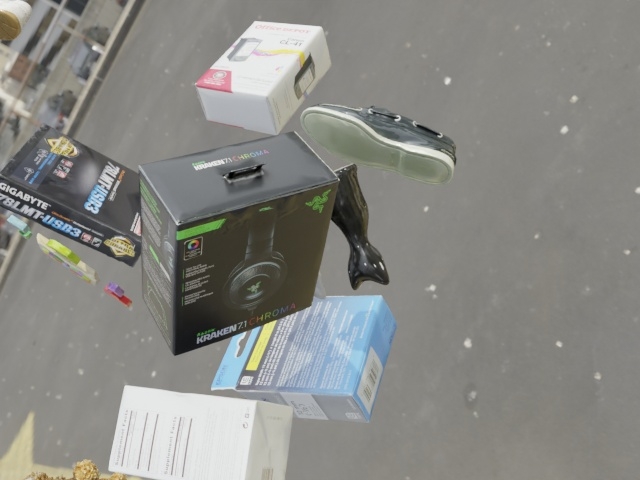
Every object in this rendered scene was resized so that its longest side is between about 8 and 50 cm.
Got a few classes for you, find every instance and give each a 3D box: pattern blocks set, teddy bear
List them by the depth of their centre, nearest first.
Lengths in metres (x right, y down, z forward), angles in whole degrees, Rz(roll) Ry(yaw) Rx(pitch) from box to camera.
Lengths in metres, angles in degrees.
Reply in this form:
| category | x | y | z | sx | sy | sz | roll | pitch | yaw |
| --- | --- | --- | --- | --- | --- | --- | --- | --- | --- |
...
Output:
| category | x | y | z | sx | sy | sz | roll | pitch | yaw |
| --- | --- | --- | --- | --- | --- | --- | --- | --- | --- |
| teddy bear | -0.567 | 0.610 | 1.547 | 0.113 | 0.338 | 0.245 | 14 | 63 | 29 |
| pattern blocks set | -0.631 | 0.055 | 1.720 | 0.026 | 0.324 | 0.285 | -57 | -5 | -18 |

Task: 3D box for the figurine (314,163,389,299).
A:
| category | x | y | z | sx | sy | sz | roll | pitch | yaw |
| --- | --- | --- | --- | --- | --- | --- | --- | --- | --- |
| figurine | 0.000 | 0.000 | 1.184 | 0.214 | 0.092 | 0.210 | -17 | 97 | 34 |

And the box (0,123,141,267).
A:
| category | x | y | z | sx | sy | sz | roll | pitch | yaw |
| --- | --- | --- | --- | --- | --- | --- | --- | --- | --- |
| box | -0.480 | -0.098 | 1.400 | 0.073 | 0.293 | 0.295 | -56 | 18 | 21 |

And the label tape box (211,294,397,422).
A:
| category | x | y | z | sx | sy | sz | roll | pitch | yaw |
| --- | --- | --- | --- | --- | --- | --- | --- | --- | --- |
| label tape box | -0.034 | 0.250 | 1.484 | 0.347 | 0.115 | 0.249 | -6 | 44 | 30 |

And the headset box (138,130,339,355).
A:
| category | x | y | z | sx | sy | sz | roll | pitch | yaw |
| --- | --- | --- | --- | --- | --- | --- | --- | --- | --- |
| headset box | -0.122 | -0.005 | 0.989 | 0.131 | 0.246 | 0.283 | 50 | 143 | 35 |

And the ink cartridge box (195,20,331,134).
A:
| category | x | y | z | sx | sy | sz | roll | pitch | yaw |
| --- | --- | --- | --- | --- | --- | --- | --- | --- | --- |
| ink cartridge box | -0.143 | -0.430 | 1.780 | 0.226 | 0.131 | 0.306 | 14 | 54 | 25 |

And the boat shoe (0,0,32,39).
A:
| category | x | y | z | sx | sy | sz | roll | pitch | yaw |
| --- | --- | --- | --- | --- | --- | --- | --- | --- | --- |
| boat shoe | -0.762 | -0.505 | 1.493 | 0.098 | 0.277 | 0.096 | 98 | -171 | -47 |

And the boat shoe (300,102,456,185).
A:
| category | x | y | z | sx | sy | sz | roll | pitch | yaw |
| --- | --- | --- | --- | --- | --- | --- | --- | --- | --- |
| boat shoe | 0.130 | -0.228 | 1.450 | 0.127 | 0.340 | 0.113 | 93 | -161 | -53 |

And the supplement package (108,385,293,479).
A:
| category | x | y | z | sx | sy | sz | roll | pitch | yaw |
| --- | --- | --- | --- | --- | --- | --- | --- | --- | --- |
| supplement package | -0.185 | 0.312 | 1.079 | 0.244 | 0.139 | 0.134 | 0 | 73 | 25 |
